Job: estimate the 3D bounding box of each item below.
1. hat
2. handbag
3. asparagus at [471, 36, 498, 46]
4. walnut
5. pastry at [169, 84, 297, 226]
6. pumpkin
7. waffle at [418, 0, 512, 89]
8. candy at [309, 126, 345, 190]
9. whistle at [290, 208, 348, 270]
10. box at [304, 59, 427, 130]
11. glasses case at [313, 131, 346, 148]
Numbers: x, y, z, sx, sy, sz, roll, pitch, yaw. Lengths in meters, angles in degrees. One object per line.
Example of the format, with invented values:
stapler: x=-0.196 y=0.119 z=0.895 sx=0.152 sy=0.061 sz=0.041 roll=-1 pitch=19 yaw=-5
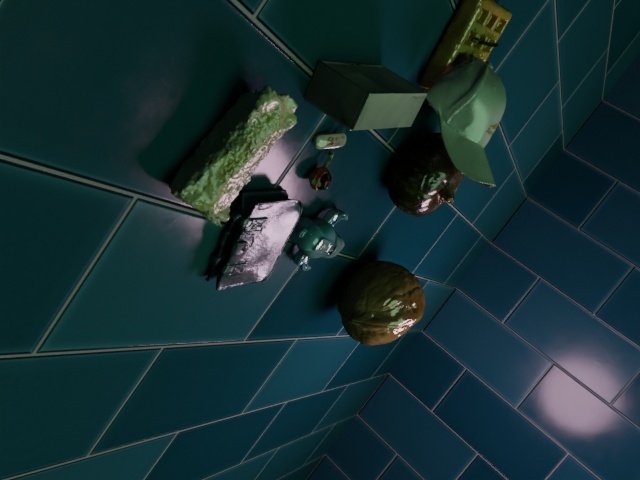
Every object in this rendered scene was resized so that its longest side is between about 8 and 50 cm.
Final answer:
hat: x=0.393 y=-0.280 z=1.370 sx=0.168 sy=0.301 sz=0.258 roll=-21 pitch=170 yaw=29
handbag: x=-0.144 y=-0.001 z=1.184 sx=0.179 sy=0.062 sz=0.229 roll=-11 pitch=135 yaw=-55
asparagus: x=0.404 y=-0.484 z=1.361 sx=0.013 sy=0.016 sz=0.166 roll=-16 pitch=-178 yaw=39
walnut: x=0.196 y=0.208 z=1.843 sx=0.313 sy=0.252 sz=0.277 roll=-18 pitch=152 yaw=-44
pastry: x=-0.146 y=-0.151 z=0.934 sx=0.258 sy=0.089 sz=0.121 roll=-55 pitch=152 yaw=7
pumpkin: x=0.312 y=-0.172 z=1.572 sx=0.260 sy=0.189 sz=0.260 roll=-37 pitch=152 yaw=-24
waffle: x=0.365 y=-0.480 z=1.382 sx=0.221 sy=0.055 sz=0.247 roll=-15 pitch=139 yaw=-53
candy: x=0.026 y=-0.195 z=1.239 sx=0.184 sy=0.049 sz=0.056 roll=-64 pitch=161 yaw=10
whistle: x=0.000 y=0.000 z=1.407 sx=0.186 sy=0.093 sz=0.274 roll=-53 pitch=159 yaw=5
box: x=0.094 y=-0.286 z=1.102 sx=0.225 sy=0.129 sz=0.086 roll=-17 pitch=140 yaw=-51
glasses case: x=0.021 y=-0.215 z=1.194 sx=0.083 sy=0.021 sz=0.032 roll=-13 pitch=117 yaw=-35
